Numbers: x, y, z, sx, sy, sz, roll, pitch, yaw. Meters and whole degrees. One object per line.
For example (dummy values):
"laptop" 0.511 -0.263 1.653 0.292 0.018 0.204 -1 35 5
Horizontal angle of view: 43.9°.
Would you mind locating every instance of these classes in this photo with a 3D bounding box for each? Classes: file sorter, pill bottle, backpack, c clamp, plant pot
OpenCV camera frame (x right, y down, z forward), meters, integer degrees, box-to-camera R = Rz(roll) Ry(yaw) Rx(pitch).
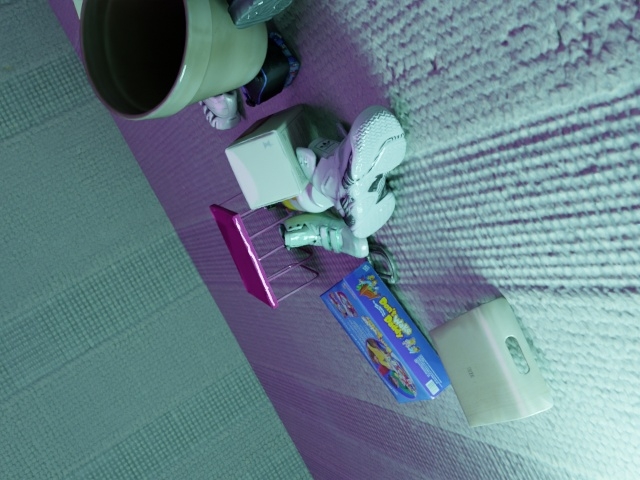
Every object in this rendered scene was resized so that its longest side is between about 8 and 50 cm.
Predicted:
"file sorter" -0.150 0.004 2.244 0.202 0.182 0.291 21 137 61
"pill bottle" -0.025 -0.119 1.883 0.184 0.103 0.103 11 129 64
"backpack" -0.144 -0.406 1.740 0.173 0.116 0.158 56 160 8
"c clamp" 0.142 0.065 1.875 0.137 0.022 0.160 68 161 -8
"plant pot" -0.264 -0.403 1.561 0.323 0.280 0.324 9 104 38

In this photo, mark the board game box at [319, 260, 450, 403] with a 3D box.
"board game box" 0.155 0.233 1.948 0.347 0.078 0.233 53 160 3

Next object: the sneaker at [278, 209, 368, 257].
"sneaker" 0.000 0.000 1.913 0.256 0.151 0.094 30 135 53

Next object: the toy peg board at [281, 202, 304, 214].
"toy peg board" -0.090 -0.136 2.052 0.161 0.079 0.160 60 160 -1

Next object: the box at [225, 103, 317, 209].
"box" -0.095 -0.188 1.746 0.149 0.126 0.232 67 -159 -17

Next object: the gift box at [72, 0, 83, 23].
"gift box" -0.519 -0.657 2.100 0.255 0.258 0.277 90 164 -58

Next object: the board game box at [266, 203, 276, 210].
"board game box" -0.165 -0.180 2.115 0.260 0.030 0.136 -120 9 -67

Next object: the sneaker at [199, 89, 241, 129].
"sneaker" -0.321 -0.429 2.175 0.292 0.110 0.118 40 146 24

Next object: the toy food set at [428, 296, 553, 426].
"toy food set" 0.338 0.247 1.590 0.220 0.092 0.306 68 161 11

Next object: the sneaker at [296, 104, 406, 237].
"sneaker" 0.050 -0.170 1.579 0.210 0.137 0.366 47 160 24

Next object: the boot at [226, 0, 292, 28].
"boot" -0.134 -0.631 1.313 0.367 0.146 0.445 -21 94 50
